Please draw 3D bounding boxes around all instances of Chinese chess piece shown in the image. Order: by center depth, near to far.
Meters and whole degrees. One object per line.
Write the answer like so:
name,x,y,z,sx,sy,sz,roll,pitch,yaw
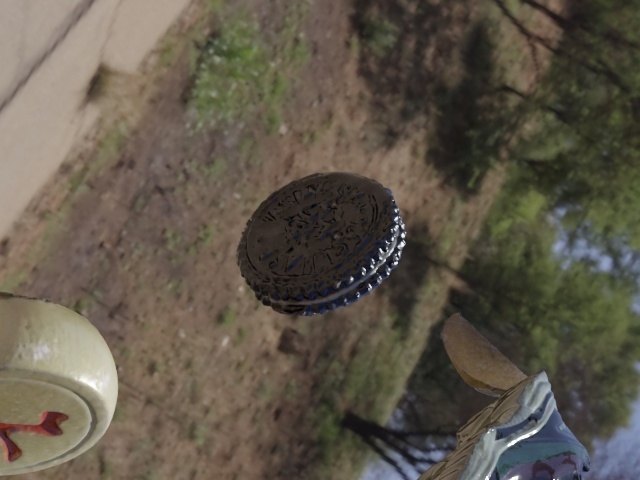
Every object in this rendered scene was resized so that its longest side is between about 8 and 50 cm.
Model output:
Chinese chess piece,-0.476,0.222,1.591,0.338,0.338,0.140,122,-33,-43

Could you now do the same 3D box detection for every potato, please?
potato,0.125,0.102,0.837,0.037,0.093,0.036,-30,137,-18

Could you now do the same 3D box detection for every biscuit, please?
biscuit,0.000,0.000,1.159,0.194,0.195,0.053,-61,142,-32

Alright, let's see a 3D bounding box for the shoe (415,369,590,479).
shoe,0.112,0.151,0.607,0.169,0.099,0.071,-37,174,-48
